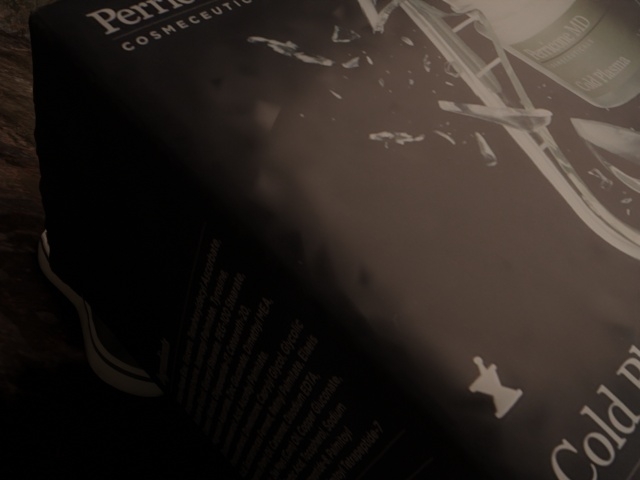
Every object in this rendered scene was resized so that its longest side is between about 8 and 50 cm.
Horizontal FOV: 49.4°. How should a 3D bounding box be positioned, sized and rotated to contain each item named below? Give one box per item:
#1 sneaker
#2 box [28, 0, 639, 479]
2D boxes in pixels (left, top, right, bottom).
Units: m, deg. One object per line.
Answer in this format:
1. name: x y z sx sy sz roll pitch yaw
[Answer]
1. sneaker: -0.215 0.027 0.766 0.126 0.128 0.321 17 16 -41
2. box: 0.118 -0.006 0.567 0.471 0.297 0.479 43 54 17
